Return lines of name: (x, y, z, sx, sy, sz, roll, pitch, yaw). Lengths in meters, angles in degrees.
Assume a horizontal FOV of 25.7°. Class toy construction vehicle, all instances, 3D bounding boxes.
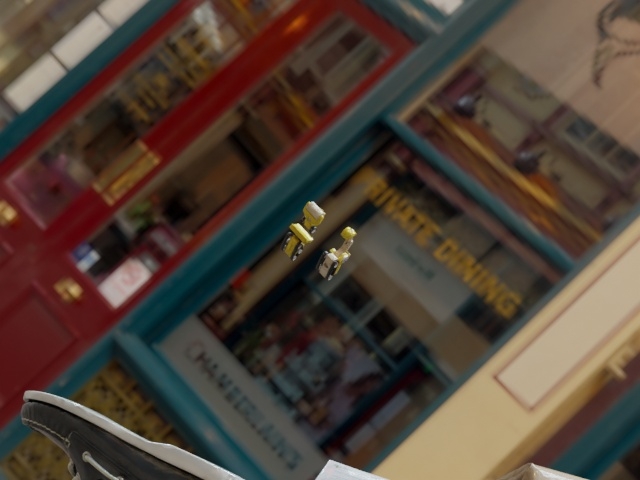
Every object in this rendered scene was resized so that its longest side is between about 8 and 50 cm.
toy construction vehicle: (0.000, 0.000, 1.770, 0.086, 0.035, 0.098, 44, -44, 22)

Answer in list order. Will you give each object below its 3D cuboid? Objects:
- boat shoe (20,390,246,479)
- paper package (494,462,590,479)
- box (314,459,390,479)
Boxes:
boat shoe: (-0.223, 0.249, 1.542, 0.303, 0.091, 0.114, 17, -15, 32)
paper package: (0.316, 0.443, 1.595, 0.325, 0.309, 0.168, 18, -28, -22)
box: (0.036, 0.366, 1.861, 0.102, 0.087, 0.101, 16, -56, 20)
